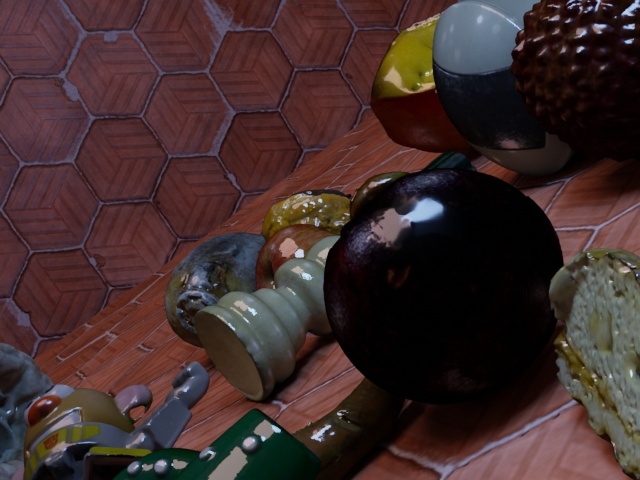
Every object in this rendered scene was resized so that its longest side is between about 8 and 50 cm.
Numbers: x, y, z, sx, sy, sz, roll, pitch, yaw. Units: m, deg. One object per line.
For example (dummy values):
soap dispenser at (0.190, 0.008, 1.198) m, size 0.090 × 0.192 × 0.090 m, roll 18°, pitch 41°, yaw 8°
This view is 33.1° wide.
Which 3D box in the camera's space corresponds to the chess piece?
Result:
chess piece at (-0.028, 0.089, 1.456) m, size 0.251 × 0.144 × 0.144 m, roll -35°, pitch 9°, yaw -28°

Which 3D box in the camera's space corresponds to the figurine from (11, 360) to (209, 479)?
figurine at (-0.283, 0.271, 1.275) m, size 0.342 × 0.167 × 0.285 m, roll -13°, pitch 17°, yaw -5°

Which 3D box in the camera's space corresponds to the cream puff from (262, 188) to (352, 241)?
cream puff at (0.000, 0.000, 1.747) m, size 0.189 × 0.129 × 0.189 m, roll -4°, pitch -25°, yaw -2°

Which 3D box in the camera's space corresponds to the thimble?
thimble at (-0.576, 0.301, 1.730) m, size 0.195 × 0.291 × 0.291 m, roll -28°, pitch 12°, yaw 24°

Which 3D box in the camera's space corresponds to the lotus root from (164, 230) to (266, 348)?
lotus root at (-0.148, 0.075, 1.802) m, size 0.175 × 0.175 × 0.349 m, roll -28°, pitch 6°, yaw 28°

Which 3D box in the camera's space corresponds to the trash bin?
trash bin at (0.372, -0.290, 1.578) m, size 0.432 × 0.280 × 0.280 m, roll -34°, pitch 10°, yaw -19°

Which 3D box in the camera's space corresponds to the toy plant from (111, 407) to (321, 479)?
toy plant at (-0.100, 0.256, 0.884) m, size 0.243 × 0.112 × 0.232 m, roll -33°, pitch 40°, yaw 8°

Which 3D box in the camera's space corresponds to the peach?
peach at (0.277, -0.294, 1.986) m, size 0.380 × 0.242 × 0.306 m, roll -20°, pitch 33°, yaw 4°

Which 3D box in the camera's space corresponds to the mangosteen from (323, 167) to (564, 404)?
mangosteen at (0.101, 0.027, 1.008) m, size 0.228 × 0.228 × 0.265 m, roll -35°, pitch 41°, yaw -4°

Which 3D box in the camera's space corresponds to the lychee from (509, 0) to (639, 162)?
lychee at (0.374, -0.223, 1.274) m, size 0.300 × 0.264 × 0.264 m, roll -11°, pitch 23°, yaw 42°

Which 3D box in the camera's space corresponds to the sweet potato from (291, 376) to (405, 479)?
sweet potato at (-0.004, 0.203, 1.023) m, size 0.273 × 0.075 × 0.075 m, roll -36°, pitch 10°, yaw -24°

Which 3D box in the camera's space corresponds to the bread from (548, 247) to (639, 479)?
bread at (0.229, 0.079, 0.764) m, size 0.088 × 0.128 × 0.232 m, roll 3°, pitch 12°, yaw -5°

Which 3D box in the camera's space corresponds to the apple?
apple at (-0.023, 0.046, 1.604) m, size 0.131 × 0.146 × 0.146 m, roll -12°, pitch -2°, yaw -31°

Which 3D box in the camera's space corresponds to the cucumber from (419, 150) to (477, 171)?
cucumber at (0.193, -0.099, 1.836) m, size 0.115 × 0.062 × 0.116 m, roll -37°, pitch 11°, yaw -37°
